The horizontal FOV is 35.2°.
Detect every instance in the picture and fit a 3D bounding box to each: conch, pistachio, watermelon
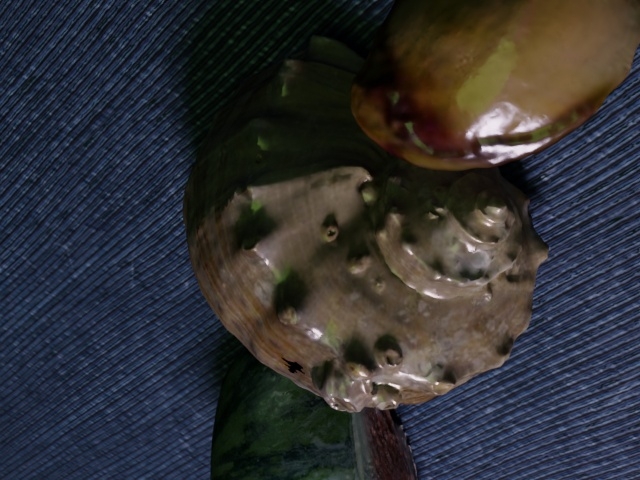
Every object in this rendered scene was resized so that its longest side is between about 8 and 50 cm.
[{"bbox_3d":[-0.008,0.004,0.799,0.352,0.210,0.297,-25,92,33],"label":"conch"},{"bbox_3d":[0.117,-0.129,0.675,0.210,0.130,0.165,-29,64,9],"label":"pistachio"},{"bbox_3d":[0.009,0.214,0.983,0.212,0.201,0.262,-16,69,36],"label":"watermelon"}]
